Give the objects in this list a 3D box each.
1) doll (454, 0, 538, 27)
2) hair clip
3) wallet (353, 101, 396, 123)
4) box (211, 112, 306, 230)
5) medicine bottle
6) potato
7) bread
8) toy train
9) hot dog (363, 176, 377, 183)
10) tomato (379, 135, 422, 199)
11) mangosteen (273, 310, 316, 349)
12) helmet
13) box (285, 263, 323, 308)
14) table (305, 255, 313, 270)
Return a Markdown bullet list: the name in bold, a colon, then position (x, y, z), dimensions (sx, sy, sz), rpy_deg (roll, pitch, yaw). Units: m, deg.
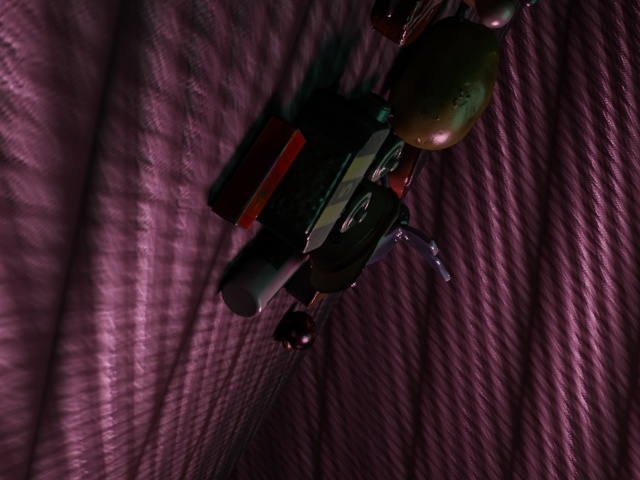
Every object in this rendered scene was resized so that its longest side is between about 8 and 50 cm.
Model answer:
- **doll**: position (0.397, -0.602, 1.914), dimensions (0.330, 0.235, 0.174), rpy_deg (-48, -146, -6)
- **hair clip**: position (0.137, -0.020, 2.327), dimensions (0.238, 0.392, 0.318), rpy_deg (-30, 173, 1)
- **wallet**: position (0.042, -0.184, 1.873), dimensions (0.221, 0.071, 0.262), rpy_deg (-55, 170, 24)
- **box**: position (-0.093, -0.102, 1.400), dimensions (0.175, 0.048, 0.112), rpy_deg (-57, 174, -1)
- **medicine bottle**: position (-0.093, 0.047, 1.833), dimensions (0.260, 0.095, 0.095), rpy_deg (-46, 167, -45)
- **potato**: position (0.275, -0.349, 2.047), dimensions (0.216, 0.216, 0.304), rpy_deg (36, 77, -82)
- **bread**: position (0.155, -0.413, 1.566), dimensions (0.160, 0.073, 0.160), rpy_deg (-53, 168, -16)
- **toy train**: position (0.018, -0.121, 1.606), dimensions (0.299, 0.167, 0.238), rpy_deg (-61, 165, 21)
- **hot dog**: position (0.096, -0.122, 2.040), dimensions (0.083, 0.068, 0.289), rpy_deg (94, 6, -54)
- **tomato**: position (0.223, -0.230, 2.564), dimensions (0.228, 0.112, 0.199), rpy_deg (106, 7, -71)
- **mangosteen**: position (-0.080, 0.284, 2.817), dimensions (0.140, 0.140, 0.140), rpy_deg (-55, 172, -12)
- **helmet**: position (0.029, -0.038, 1.792), dimensions (0.204, 0.137, 0.257), rpy_deg (-3, -129, 53)
- **box**: position (-0.011, 0.092, 2.511), dimensions (0.144, 0.090, 0.201), rpy_deg (-59, 172, 17)
- **table**: position (0.000, 0.000, 2.061), dimensions (0.167, 0.167, 0.227), rpy_deg (-57, 163, 6)
